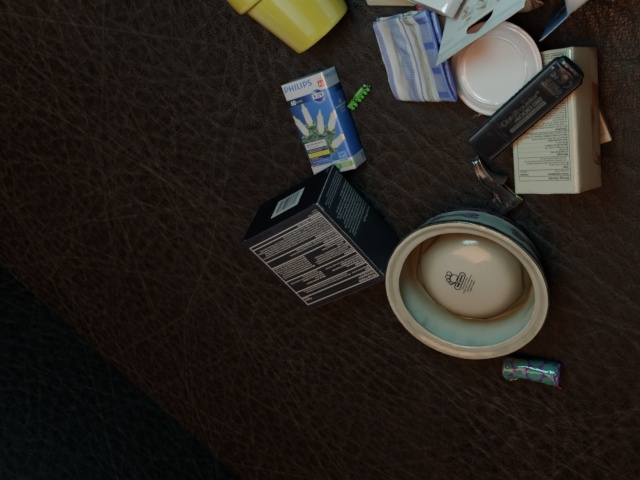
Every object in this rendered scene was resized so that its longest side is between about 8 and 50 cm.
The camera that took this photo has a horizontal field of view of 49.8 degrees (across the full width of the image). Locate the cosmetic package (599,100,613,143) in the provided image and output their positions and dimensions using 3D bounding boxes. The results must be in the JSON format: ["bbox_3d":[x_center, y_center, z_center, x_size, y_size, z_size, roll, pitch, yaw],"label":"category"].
[{"bbox_3d":[0.597,-0.269,1.524,0.060,0.041,0.115,-17,106,35],"label":"cosmetic package"}]

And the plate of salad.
[{"bbox_3d":[0.369,-0.362,1.450,0.199,0.048,0.200,17,123,28],"label":"plate of salad"}]

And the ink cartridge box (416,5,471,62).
[{"bbox_3d":[0.286,-0.462,1.541,0.072,0.127,0.175,-6,112,32],"label":"ink cartridge box"}]

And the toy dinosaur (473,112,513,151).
[{"bbox_3d":[0.425,-0.273,1.609,0.268,0.064,0.118,27,119,10],"label":"toy dinosaur"}]

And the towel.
[{"bbox_3d":[0.208,-0.412,1.562,0.285,0.034,0.209,33,145,67],"label":"towel"}]

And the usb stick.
[{"bbox_3d":[0.416,-0.266,1.421,0.077,0.045,0.278,43,134,-3],"label":"usb stick"}]

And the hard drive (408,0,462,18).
[{"bbox_3d":[0.259,-0.646,1.376,0.233,0.047,0.353,38,106,36],"label":"hard drive"}]

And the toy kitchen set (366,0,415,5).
[{"bbox_3d":[0.161,-0.664,1.548,0.122,0.166,0.207,11,156,25],"label":"toy kitchen set"}]

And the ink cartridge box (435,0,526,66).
[{"bbox_3d":[0.339,-0.476,1.319,0.060,0.239,0.275,18,164,-21],"label":"ink cartridge box"}]

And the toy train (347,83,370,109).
[{"bbox_3d":[0.097,-0.368,1.762,0.023,0.017,0.083,26,130,-20],"label":"toy train"}]

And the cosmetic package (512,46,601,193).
[{"bbox_3d":[0.503,-0.253,1.472,0.153,0.129,0.296,5,104,44],"label":"cosmetic package"}]

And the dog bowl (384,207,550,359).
[{"bbox_3d":[0.378,0.097,1.754,0.407,0.150,0.408,12,124,18],"label":"dog bowl"}]

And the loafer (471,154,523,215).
[{"bbox_3d":[0.428,-0.144,1.679,0.061,0.062,0.170,-30,108,28],"label":"loafer"}]

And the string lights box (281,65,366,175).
[{"bbox_3d":[0.011,-0.308,1.808,0.133,0.077,0.260,-10,110,33],"label":"string lights box"}]

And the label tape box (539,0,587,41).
[{"bbox_3d":[0.529,-0.548,1.284,0.106,0.241,0.333,48,127,-8],"label":"label tape box"}]

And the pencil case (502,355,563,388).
[{"bbox_3d":[0.571,0.353,1.854,0.151,0.064,0.070,5,101,28],"label":"pencil case"}]

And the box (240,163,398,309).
[{"bbox_3d":[0.000,0.000,1.872,0.296,0.183,0.294,-25,119,36],"label":"box"}]

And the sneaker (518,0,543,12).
[{"bbox_3d":[0.415,-0.597,1.436,0.094,0.090,0.235,-2,119,16],"label":"sneaker"}]

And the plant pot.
[{"bbox_3d":[-0.070,-0.585,1.617,0.254,0.254,0.239,-29,114,37],"label":"plant pot"}]
